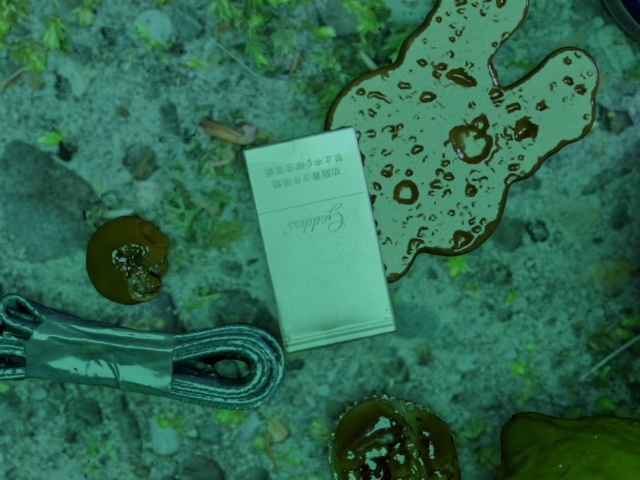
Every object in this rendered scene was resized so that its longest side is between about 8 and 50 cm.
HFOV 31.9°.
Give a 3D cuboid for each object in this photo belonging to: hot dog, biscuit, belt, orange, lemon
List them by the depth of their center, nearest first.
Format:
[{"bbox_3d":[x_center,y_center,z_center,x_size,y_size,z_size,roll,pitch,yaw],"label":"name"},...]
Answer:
[{"bbox_3d":[0.268,0.289,1.004,0.245,0.245,0.320,-40,87,0],"label":"lemon"},{"bbox_3d":[-0.183,0.103,1.067,0.302,0.072,0.087,8,96,-4],"label":"belt"},{"bbox_3d":[-0.185,0.019,1.067,0.086,0.062,0.086,0,91,0],"label":"orange"},{"bbox_3d":[0.109,-0.092,1.076,0.202,0.047,0.334,42,94,-2],"label":"biscuit"},{"bbox_3d":[0.075,0.272,1.083,0.131,0.069,0.252,-4,94,-3],"label":"hot dog"}]

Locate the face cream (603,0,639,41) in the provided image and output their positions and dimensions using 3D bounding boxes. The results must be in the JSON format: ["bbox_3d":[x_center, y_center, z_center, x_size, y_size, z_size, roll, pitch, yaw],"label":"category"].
[{"bbox_3d":[0.363,-0.275,1.049,0.206,0.111,0.206,0,93,-2],"label":"face cream"}]

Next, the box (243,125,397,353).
[{"bbox_3d":[-0.001,0.000,1.048,0.109,0.029,0.198,-12,93,3],"label":"box"}]
